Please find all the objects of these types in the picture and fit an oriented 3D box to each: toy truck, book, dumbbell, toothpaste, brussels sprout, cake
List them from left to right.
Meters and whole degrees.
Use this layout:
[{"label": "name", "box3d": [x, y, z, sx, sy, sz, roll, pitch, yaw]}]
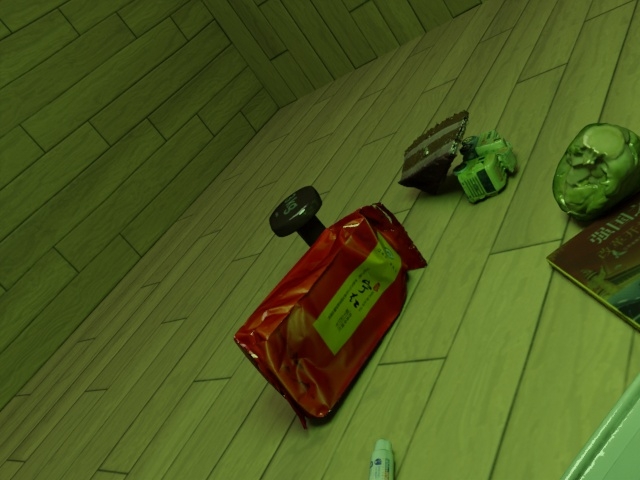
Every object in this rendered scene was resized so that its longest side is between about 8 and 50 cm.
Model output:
[{"label": "dumbbell", "box3d": [0.000, 0.000, 1.407, 0.124, 0.225, 0.140, -37, 24, 8]}, {"label": "toothpaste", "box3d": [0.075, 0.354, 0.839, 0.052, 0.033, 0.218, -28, 26, 25]}, {"label": "cake", "box3d": [0.266, -0.186, 1.419, 0.295, 0.112, 0.116, 132, 158, -76]}, {"label": "toy truck", "box3d": [0.363, -0.169, 1.384, 0.116, 0.085, 0.191, -20, 25, 32]}, {"label": "brussels sprout", "box3d": [0.452, -0.120, 1.041, 0.145, 0.131, 0.183, -28, -26, -23]}, {"label": "book", "box3d": [0.501, 0.019, 0.859, 0.262, 0.028, 0.374, -37, 22, 4]}]

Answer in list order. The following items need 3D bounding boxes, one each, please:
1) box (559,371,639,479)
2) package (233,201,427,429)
[{"label": "box", "box3d": [0.340, 0.217, 0.514, 0.294, 0.167, 0.193, -44, 21, -17]}, {"label": "package", "box3d": [0.027, 0.119, 1.171, 0.123, 0.196, 0.424, -12, 32, 50]}]
